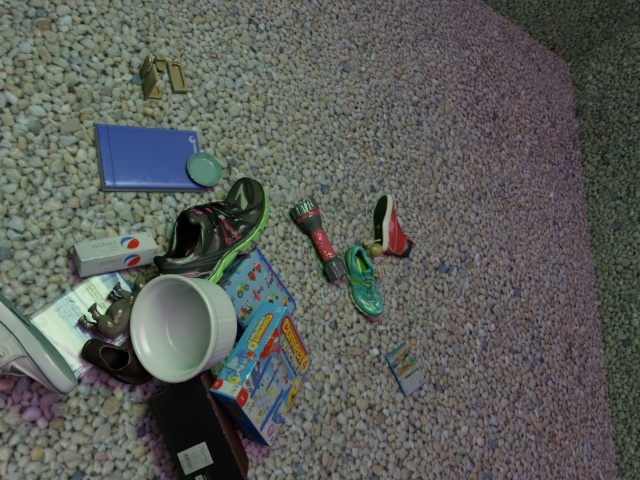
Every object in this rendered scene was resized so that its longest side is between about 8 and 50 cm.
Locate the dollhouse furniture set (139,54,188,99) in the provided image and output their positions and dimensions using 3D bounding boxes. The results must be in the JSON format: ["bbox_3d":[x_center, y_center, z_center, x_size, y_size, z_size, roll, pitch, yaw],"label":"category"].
[{"bbox_3d":[-0.505,-0.558,1.804,0.151,0.123,0.144,-7,76,-36],"label":"dollhouse furniture set"}]

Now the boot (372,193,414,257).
[{"bbox_3d":[0.303,-0.056,2.186,0.176,0.088,0.244,13,73,-30],"label":"boot"}]

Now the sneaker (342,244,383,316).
[{"bbox_3d":[0.157,0.148,1.981,0.107,0.110,0.275,-18,81,-23],"label":"sneaker"}]

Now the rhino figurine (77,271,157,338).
[{"bbox_3d":[-0.533,0.171,1.494,0.106,0.073,0.243,44,50,-4],"label":"rhino figurine"}]

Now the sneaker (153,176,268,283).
[{"bbox_3d":[-0.322,-0.043,1.665,0.202,0.185,0.483,60,46,-34],"label":"sneaker"}]

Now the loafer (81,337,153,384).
[{"bbox_3d":[-0.524,0.330,1.442,0.220,0.078,0.080,38,61,-40],"label":"loafer"}]

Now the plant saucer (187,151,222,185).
[{"bbox_3d":[-0.379,-0.229,1.772,0.119,0.021,0.119,13,66,-30],"label":"plant saucer"}]

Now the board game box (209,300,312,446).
[{"bbox_3d":[-0.157,0.390,1.586,0.302,0.086,0.308,-61,148,-34],"label":"board game box"}]

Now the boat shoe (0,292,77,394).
[{"bbox_3d":[-0.756,0.263,1.298,0.367,0.136,0.156,45,74,1],"label":"boat shoe"}]

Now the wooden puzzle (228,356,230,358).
[{"bbox_3d":[-0.262,0.393,1.671,0.049,0.006,0.083,-24,86,-38],"label":"wooden puzzle"}]

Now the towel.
[{"bbox_3d":[-0.621,0.217,1.480,0.209,0.034,0.285,51,50,-4],"label":"towel"}]

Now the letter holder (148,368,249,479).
[{"bbox_3d":[-0.325,0.525,1.505,0.152,0.214,0.302,-23,86,-6],"label":"letter holder"}]

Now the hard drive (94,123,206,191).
[{"bbox_3d":[-0.532,-0.257,1.720,0.319,0.040,0.210,-3,74,-35],"label":"hard drive"}]

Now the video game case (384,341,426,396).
[{"bbox_3d":[0.316,0.479,2.027,0.119,0.015,0.166,-24,87,-37],"label":"video game case"}]

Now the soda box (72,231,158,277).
[{"bbox_3d":[-0.578,0.037,1.541,0.216,0.069,0.074,-12,50,-36],"label":"soda box"}]

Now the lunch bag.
[{"bbox_3d":[-0.202,0.207,1.722,0.293,0.138,0.221,51,49,-19],"label":"lunch bag"}]

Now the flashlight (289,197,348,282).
[{"bbox_3d":[0.000,0.000,1.943,0.103,0.103,0.304,-24,85,-39],"label":"flashlight"}]

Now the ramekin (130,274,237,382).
[{"bbox_3d":[-0.357,0.227,1.450,0.135,0.277,0.277,5,66,-63],"label":"ramekin"}]

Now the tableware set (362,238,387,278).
[{"bbox_3d":[0.195,0.075,2.076,0.104,0.024,0.154,-10,80,-5],"label":"tableware set"}]
